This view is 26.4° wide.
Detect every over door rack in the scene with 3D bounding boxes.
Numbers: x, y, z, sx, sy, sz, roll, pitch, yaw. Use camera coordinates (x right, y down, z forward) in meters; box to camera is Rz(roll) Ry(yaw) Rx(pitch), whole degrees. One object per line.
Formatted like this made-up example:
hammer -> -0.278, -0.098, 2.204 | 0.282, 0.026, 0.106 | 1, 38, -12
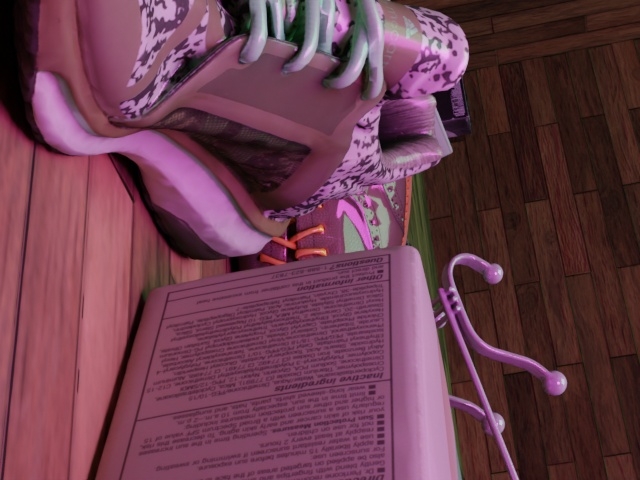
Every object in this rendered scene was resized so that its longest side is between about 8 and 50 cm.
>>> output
over door rack -> 0.124, 0.206, 1.206 | 0.239, 0.108, 0.324 | 131, -45, -55

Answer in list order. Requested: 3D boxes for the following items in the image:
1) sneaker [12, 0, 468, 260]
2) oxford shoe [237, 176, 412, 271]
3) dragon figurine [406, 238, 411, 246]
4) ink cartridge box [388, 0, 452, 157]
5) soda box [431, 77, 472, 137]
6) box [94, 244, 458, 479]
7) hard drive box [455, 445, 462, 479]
sneaker -> -0.025, -0.106, 0.654 | 0.410, 0.182, 0.158 | 50, 31, -74
oxford shoe -> 0.000, 0.000, 0.932 | 0.132, 0.130, 0.363 | -66, 146, -66
dragon figurine -> 0.042, -0.054, 1.445 | 0.144, 0.085, 0.289 | 48, 34, -76
ink cartridge box -> 0.039, -0.238, 1.437 | 0.261, 0.066, 0.296 | 66, 5, 22
soda box -> 0.091, -0.144, 1.608 | 0.060, 0.169, 0.053 | 58, 24, -71
box -> -0.014, 0.136, 0.571 | 0.311, 0.148, 0.121 | -83, 162, -61
hard drive box -> 0.112, 0.291, 1.503 | 0.181, 0.089, 0.232 | -17, 97, -83
